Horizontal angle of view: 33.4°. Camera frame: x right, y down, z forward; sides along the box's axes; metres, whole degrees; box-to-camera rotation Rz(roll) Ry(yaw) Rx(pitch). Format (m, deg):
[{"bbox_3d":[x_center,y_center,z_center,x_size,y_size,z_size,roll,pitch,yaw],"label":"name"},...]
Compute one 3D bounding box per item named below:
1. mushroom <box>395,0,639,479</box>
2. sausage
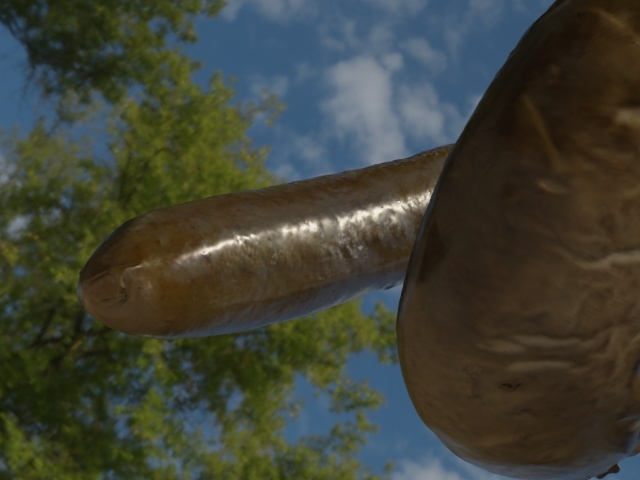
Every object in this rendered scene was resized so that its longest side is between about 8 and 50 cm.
[{"bbox_3d":[0.114,-0.021,0.458,0.156,0.151,0.286,38,-73,47],"label":"mushroom"},{"bbox_3d":[-0.002,0.001,0.979,0.136,0.501,0.123,-31,-104,51],"label":"sausage"}]
